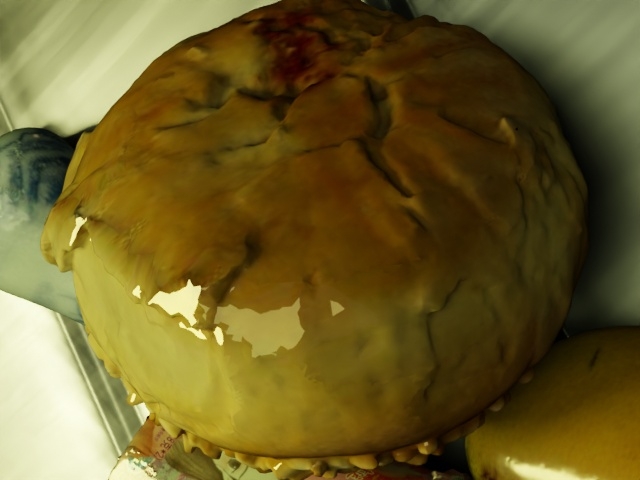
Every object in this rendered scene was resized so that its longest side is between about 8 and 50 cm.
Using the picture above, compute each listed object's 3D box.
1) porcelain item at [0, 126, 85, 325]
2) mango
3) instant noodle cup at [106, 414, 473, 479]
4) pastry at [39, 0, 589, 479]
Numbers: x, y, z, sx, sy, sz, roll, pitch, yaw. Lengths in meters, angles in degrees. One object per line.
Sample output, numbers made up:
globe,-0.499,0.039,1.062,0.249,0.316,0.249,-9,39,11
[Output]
porcelain item,-0.219,0.002,1.602,0.259,0.141,0.141,37,106,8
mango,0.257,0.169,1.373,0.317,0.173,0.211,20,68,28
instant noodle cup,-0.032,0.235,1.482,0.231,0.243,0.243,30,104,25
pastry,0.000,0.000,1.404,0.410,0.409,0.245,10,138,22
